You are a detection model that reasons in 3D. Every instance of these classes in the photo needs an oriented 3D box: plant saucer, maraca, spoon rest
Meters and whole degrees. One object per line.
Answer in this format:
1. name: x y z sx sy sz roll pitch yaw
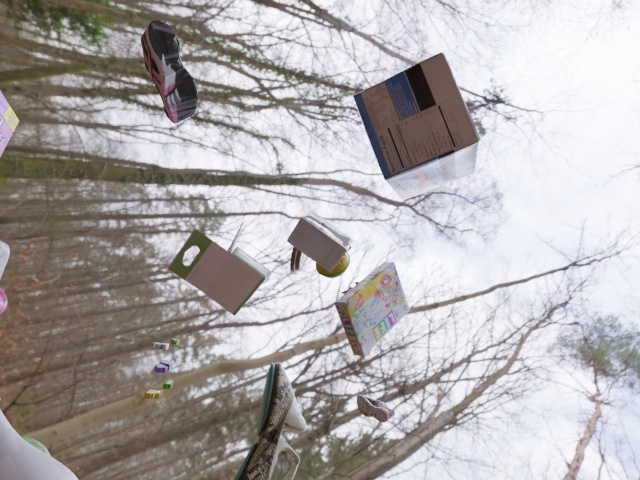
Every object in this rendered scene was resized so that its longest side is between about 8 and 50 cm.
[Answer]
1. plant saucer: -0.073 0.017 1.958 0.041 0.278 0.277 16 -65 7
2. maraca: 0.050 0.066 1.604 0.127 0.185 0.099 4 -48 16
3. spoon rest: -0.453 0.351 0.650 0.084 0.137 0.276 4 -68 50

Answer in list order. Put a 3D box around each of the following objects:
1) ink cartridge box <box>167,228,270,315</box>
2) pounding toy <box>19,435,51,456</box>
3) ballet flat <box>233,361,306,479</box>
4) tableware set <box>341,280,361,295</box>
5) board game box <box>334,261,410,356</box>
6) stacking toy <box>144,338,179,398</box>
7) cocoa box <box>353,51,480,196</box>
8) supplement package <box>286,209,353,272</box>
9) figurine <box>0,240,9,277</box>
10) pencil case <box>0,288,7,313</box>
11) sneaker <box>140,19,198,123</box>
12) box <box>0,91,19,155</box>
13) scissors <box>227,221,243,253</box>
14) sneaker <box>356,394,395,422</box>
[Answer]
1. ink cartridge box: -0.284 0.083 1.229 0.235 0.056 0.171 38 -65 -7
2. pounding toy: -0.618 0.527 0.909 0.110 0.183 0.237 -16 -71 34
3. ballet flat: -0.144 0.622 1.342 0.164 0.182 0.482 117 -6 -49
4. tableware set: 0.175 0.232 1.790 0.141 0.020 0.168 -31 -65 23
5. board game box: 0.096 0.117 0.777 0.026 0.154 0.103 -6 -70 46
6. stacking toy: -0.526 0.420 1.462 0.221 0.052 0.167 129 -33 -81
7. cocoa box: 0.256 -0.267 1.137 0.228 0.347 0.231 -22 -99 15
8. supplement package: 0.000 0.000 1.435 0.179 0.105 0.105 35 -65 3
9. figurine: -0.479 0.096 0.540 0.215 0.092 0.209 -2 -106 41
10. pencil case: -0.798 0.128 0.991 0.209 0.095 0.098 150 -72 -67
11. sneaker: -0.289 -0.312 0.828 0.077 0.072 0.178 9 -66 47
12. box: -0.773 -0.243 0.906 0.213 0.117 0.243 107 -13 -59
13. scissors: -0.367 0.062 1.702 0.021 0.109 0.297 35 -62 29
14. sneaker: 0.188 0.571 1.492 0.158 0.065 0.061 15 -79 52
